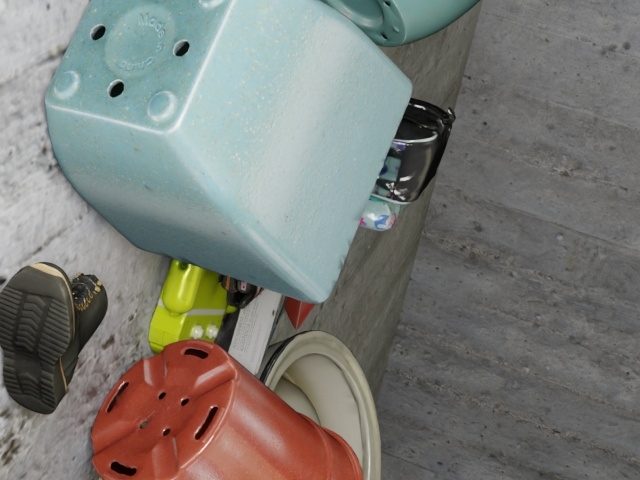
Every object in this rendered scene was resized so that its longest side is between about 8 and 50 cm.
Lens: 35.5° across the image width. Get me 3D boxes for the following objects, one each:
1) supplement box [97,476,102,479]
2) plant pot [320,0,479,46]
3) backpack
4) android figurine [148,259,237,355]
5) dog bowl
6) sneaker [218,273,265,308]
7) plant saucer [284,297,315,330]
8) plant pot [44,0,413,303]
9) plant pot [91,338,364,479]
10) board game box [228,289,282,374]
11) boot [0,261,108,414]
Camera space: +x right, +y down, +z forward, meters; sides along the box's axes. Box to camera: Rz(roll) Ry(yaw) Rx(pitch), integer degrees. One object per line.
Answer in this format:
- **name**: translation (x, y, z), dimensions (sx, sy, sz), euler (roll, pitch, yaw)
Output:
- **supplement box**: translation (-0.271, 0.359, 1.286), dimensions (0.083, 0.056, 0.083), euler (93, 21, -52)
- **plant pot**: translation (0.102, -0.393, 1.274), dimensions (0.235, 0.293, 0.293), euler (-51, 163, -12)
- **backpack**: translation (0.041, -0.136, 1.429), dimensions (0.225, 0.253, 0.191), euler (-49, 159, -67)
- **android figurine**: translation (-0.154, 0.057, 1.341), dimensions (0.248, 0.056, 0.273), euler (27, 81, -78)
- **dog bowl**: translation (-0.057, 0.356, 1.645), dimensions (0.408, 0.150, 0.408), euler (22, 64, -56)
- **sneaker**: translation (-0.098, 0.028, 1.275), dimensions (0.077, 0.072, 0.178), euler (-55, 153, -29)
- **plant saucer**: translation (0.000, 0.000, 1.918), dimensions (0.258, 0.047, 0.259), euler (-53, 158, -53)
- **plant pot**: translation (-0.100, -0.121, 0.916), dimensions (0.247, 0.247, 0.252), euler (-67, 151, -12)
- **plant pot**: translation (-0.125, 0.276, 1.230), dimensions (0.265, 0.272, 0.272), euler (53, 51, -38)
- **board game box**: translation (-0.074, 0.060, 1.544), dimensions (0.305, 0.053, 0.193), euler (-70, 177, -75)
- **boot**: translation (-0.244, 0.055, 0.947), dimensions (0.198, 0.076, 0.137), euler (115, 0, -46)
